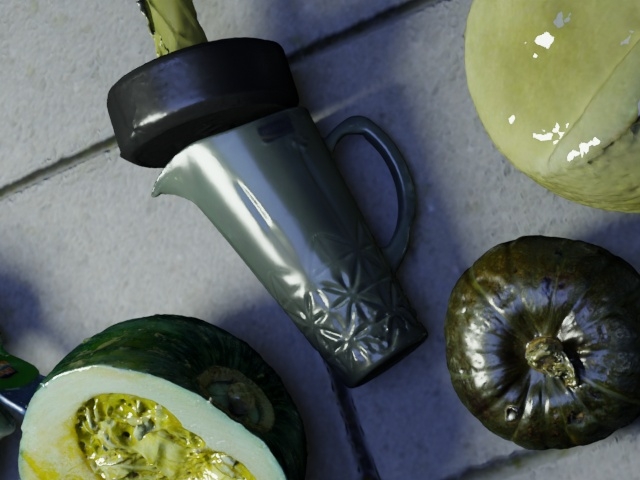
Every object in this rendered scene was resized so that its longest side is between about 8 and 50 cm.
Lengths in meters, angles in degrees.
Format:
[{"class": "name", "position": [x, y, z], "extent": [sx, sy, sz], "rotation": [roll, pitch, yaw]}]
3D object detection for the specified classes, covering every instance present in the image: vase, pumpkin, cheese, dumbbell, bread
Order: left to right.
[{"class": "cheese", "position": [-0.423, 0.110, 1.959], "extent": [0.320, 0.204, 0.083], "rotation": [27, 108, 19]}, {"class": "dumbbell", "position": [-0.162, -0.260, 1.880], "extent": [0.203, 0.204, 0.322], "rotation": [-21, 78, 19]}, {"class": "pumpkin", "position": [-0.151, 0.208, 1.841], "extent": [0.293, 0.197, 0.263], "rotation": [35, 119, 1]}, {"class": "vase", "position": [0.000, 0.000, 1.837], "extent": [0.251, 0.156, 0.301], "rotation": [-32, 79, -10]}, {"class": "pumpkin", "position": [0.228, 0.101, 1.719], "extent": [0.223, 0.157, 0.224], "rotation": [2, 96, 16]}, {"class": "bread", "position": [0.304, -0.185, 1.678], "extent": [0.320, 0.237, 0.320], "rotation": [-10, 70, 31]}]

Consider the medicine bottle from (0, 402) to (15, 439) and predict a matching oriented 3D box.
[{"class": "medicine bottle", "position": [-0.439, 0.232, 1.983], "extent": [0.147, 0.147, 0.143], "rotation": [35, 97, 21]}]
